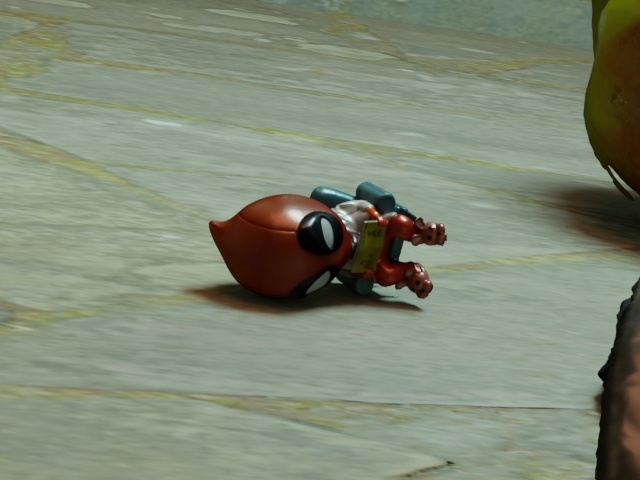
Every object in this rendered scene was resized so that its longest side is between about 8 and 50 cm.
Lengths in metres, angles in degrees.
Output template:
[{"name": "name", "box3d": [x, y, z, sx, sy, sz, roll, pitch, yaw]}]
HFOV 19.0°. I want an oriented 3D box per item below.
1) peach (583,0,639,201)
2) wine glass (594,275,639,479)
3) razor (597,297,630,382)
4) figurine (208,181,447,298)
[{"name": "peach", "box3d": [0.393, -0.157, 1.537, 0.370, 0.370, 0.370, 9, 13, -2]}, {"name": "wine glass", "box3d": [0.287, 0.034, 0.358, 0.406, 0.267, 0.267, -29, -13, 36]}, {"name": "razor", "box3d": [0.227, 0.072, 1.039, 0.148, 0.054, 0.090, 11, 13, 12]}, {"name": "figurine", "box3d": [0.000, 0.000, 1.164, 0.140, 0.068, 0.075, 3, 16, -33]}]
